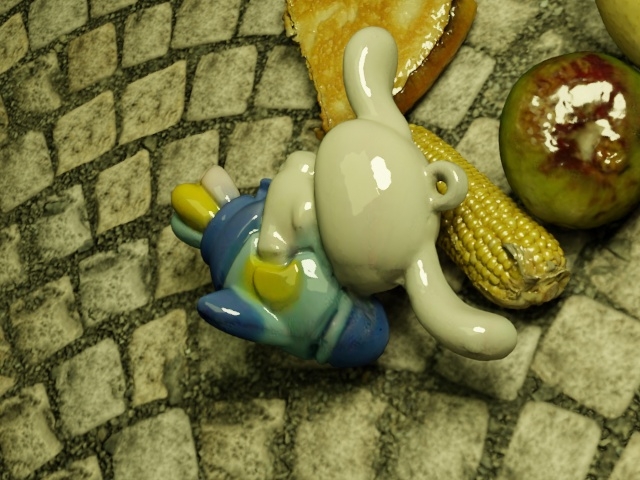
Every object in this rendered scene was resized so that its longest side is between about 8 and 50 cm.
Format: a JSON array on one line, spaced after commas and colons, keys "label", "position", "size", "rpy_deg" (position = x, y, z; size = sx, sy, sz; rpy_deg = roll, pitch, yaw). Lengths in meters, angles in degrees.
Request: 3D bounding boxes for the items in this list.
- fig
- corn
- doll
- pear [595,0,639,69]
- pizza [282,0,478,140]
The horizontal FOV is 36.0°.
[{"label": "fig", "position": [0.273, -0.112, 1.050], "size": [0.181, 0.181, 0.191], "rpy_deg": [-30, 25, 12]}, {"label": "corn", "position": [0.159, -0.031, 1.106], "size": [0.106, 0.106, 0.293], "rpy_deg": [-44, 51, 1]}, {"label": "doll", "position": [0.005, 0.003, 1.093], "size": [0.366, 0.187, 0.376], "rpy_deg": [-27, 52, 26]}, {"label": "pear", "position": [0.425, -0.299, 0.982], "size": [0.309, 0.309, 0.309], "rpy_deg": [-13, 60, 22]}, {"label": "pizza", "position": [0.042, -0.233, 1.290], "size": [0.288, 0.074, 0.251], "rpy_deg": [12, 71, 34]}]
